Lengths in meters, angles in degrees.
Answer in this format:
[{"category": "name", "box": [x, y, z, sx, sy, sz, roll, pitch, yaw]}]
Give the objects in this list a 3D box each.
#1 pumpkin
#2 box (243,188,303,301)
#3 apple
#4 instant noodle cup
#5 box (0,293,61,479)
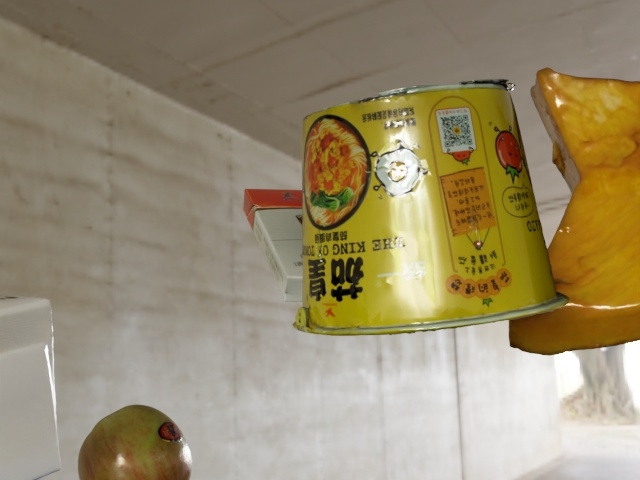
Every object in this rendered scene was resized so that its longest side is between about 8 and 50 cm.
[{"category": "pumpkin", "box": [0.280, -0.050, 0.667, 0.290, 0.259, 0.095, -12, -31, 34]}, {"category": "box", "box": [0.000, 0.000, 1.033, 0.138, 0.035, 0.245, 1, 25, -15]}, {"category": "apple", "box": [-0.134, 0.158, 0.666, 0.084, 0.071, 0.084, -28, -15, -8]}, {"category": "instant noodle cup", "box": [0.063, -0.022, 0.607, 0.182, 0.144, 0.182, -7, 2, 0]}, {"category": "box", "box": [-0.322, 0.095, 0.545, 0.274, 0.116, 0.203, 1, 7, 33]}]
